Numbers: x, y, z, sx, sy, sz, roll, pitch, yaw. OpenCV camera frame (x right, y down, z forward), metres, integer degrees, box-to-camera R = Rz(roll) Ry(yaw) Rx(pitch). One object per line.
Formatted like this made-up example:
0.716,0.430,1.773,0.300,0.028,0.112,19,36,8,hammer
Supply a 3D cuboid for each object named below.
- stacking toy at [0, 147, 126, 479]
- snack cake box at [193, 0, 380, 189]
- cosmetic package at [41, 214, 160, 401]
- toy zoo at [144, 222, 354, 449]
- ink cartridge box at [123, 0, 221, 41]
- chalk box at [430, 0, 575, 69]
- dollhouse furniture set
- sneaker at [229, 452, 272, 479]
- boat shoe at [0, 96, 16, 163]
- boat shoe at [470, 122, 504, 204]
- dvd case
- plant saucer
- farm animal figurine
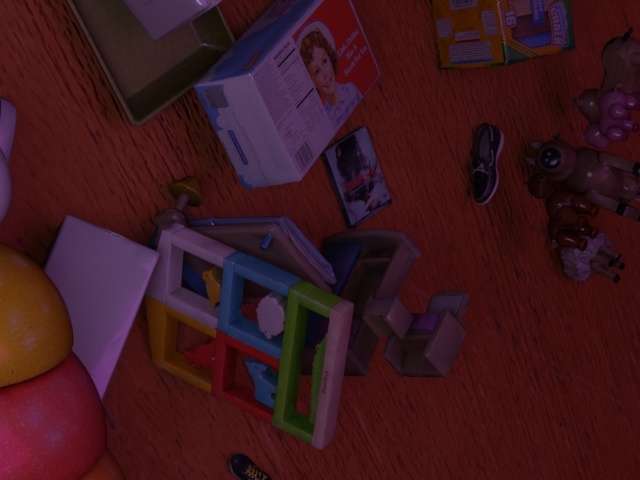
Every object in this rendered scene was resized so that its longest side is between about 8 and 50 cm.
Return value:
-0.324,0.119,1.213,0.351,0.351,0.479,-14,114,-41,stacking toy
-0.034,-0.201,1.653,0.264,0.089,0.152,-55,128,-45,snack cake box
-0.276,0.101,1.471,0.117,0.085,0.231,25,72,-13,cosmetic package
-0.102,0.100,1.531,0.030,0.293,0.192,-34,139,-49,toy zoo
-0.180,-0.415,1.489,0.307,0.129,0.223,53,57,-13,ink cartridge box
0.283,-0.331,1.954,0.213,0.132,0.132,-16,102,-40,chalk box
0.000,0.000,1.615,0.303,0.286,0.198,49,52,-35,dollhouse furniture set
-0.083,0.301,1.708,0.083,0.035,0.031,48,60,-32,sneaker
-0.379,-0.049,1.402,0.076,0.080,0.228,16,79,-35,boat shoe
0.243,-0.115,1.984,0.038,0.046,0.125,28,70,-39,boat shoe
0.050,-0.086,1.831,0.087,0.013,0.119,-34,114,-36,dvd case
-0.207,-0.258,1.570,0.188,0.045,0.188,-42,117,-33,plant saucer
0.424,-0.132,2.068,0.330,0.172,0.327,-59,146,-7,farm animal figurine
